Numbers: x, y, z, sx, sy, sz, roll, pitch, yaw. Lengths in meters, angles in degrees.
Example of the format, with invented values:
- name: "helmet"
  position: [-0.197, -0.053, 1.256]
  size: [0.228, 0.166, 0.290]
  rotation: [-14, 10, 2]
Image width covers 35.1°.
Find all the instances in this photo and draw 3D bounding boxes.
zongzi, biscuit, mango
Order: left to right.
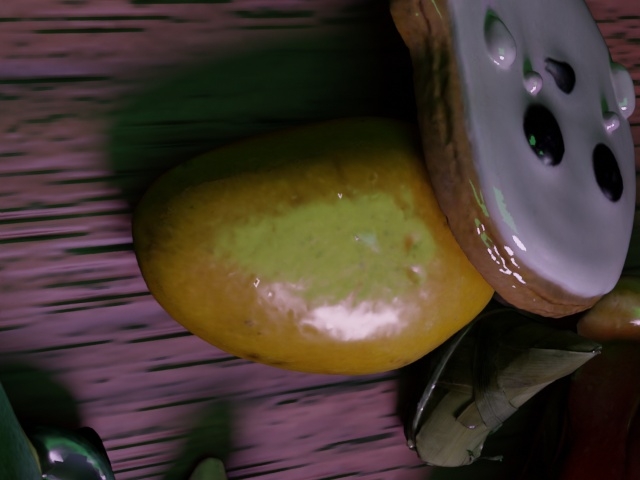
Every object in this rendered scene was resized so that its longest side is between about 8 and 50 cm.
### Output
- name: "mango"
  position: [0.000, 0.000, 0.519]
  size: [0.195, 0.098, 0.137]
  rotation: [9, 101, -19]
- name: "zongzi"
  position: [0.097, 0.091, 0.566]
  size: [0.055, 0.119, 0.109]
  rotation: [15, 95, -30]
- name: "biscuit"
  position: [0.114, -0.066, 0.524]
  size: [0.181, 0.049, 0.208]
  rotation: [5, 70, -47]

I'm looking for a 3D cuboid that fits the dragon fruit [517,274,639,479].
- name: "dragon fruit"
  position: [0.214, 0.191, 0.587]
  size: [0.243, 0.227, 0.307]
  rotation: [25, 92, 8]

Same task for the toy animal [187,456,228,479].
- name: "toy animal"
  position: [-0.067, 0.230, 0.532]
  size: [0.124, 0.124, 0.212]
  rotation: [46, 75, -25]

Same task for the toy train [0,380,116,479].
- name: "toy train"
  position: [-0.227, 0.078, 0.414]
  size: [0.237, 0.150, 0.369]
  rotation: [-20, 108, -10]
